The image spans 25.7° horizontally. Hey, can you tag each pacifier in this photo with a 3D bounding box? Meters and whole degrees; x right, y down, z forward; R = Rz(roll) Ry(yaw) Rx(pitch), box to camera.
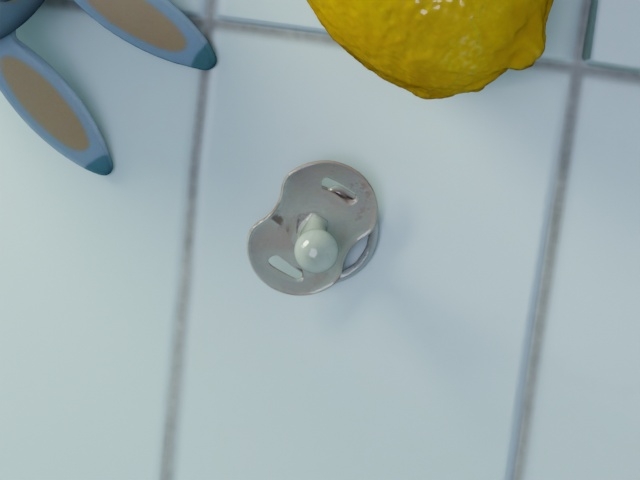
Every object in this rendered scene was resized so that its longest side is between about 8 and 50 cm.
[{"bbox_3d":[0.000,0.000,0.917,0.081,0.078,0.099,30,105,-13],"label":"pacifier"}]

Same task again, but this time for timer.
[{"bbox_3d":[-0.213,-0.164,0.906,0.175,0.175,0.255,-42,87,16],"label":"timer"}]

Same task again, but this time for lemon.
[{"bbox_3d":[0.060,-0.166,0.844,0.187,0.142,0.142,33,105,19],"label":"lemon"}]
